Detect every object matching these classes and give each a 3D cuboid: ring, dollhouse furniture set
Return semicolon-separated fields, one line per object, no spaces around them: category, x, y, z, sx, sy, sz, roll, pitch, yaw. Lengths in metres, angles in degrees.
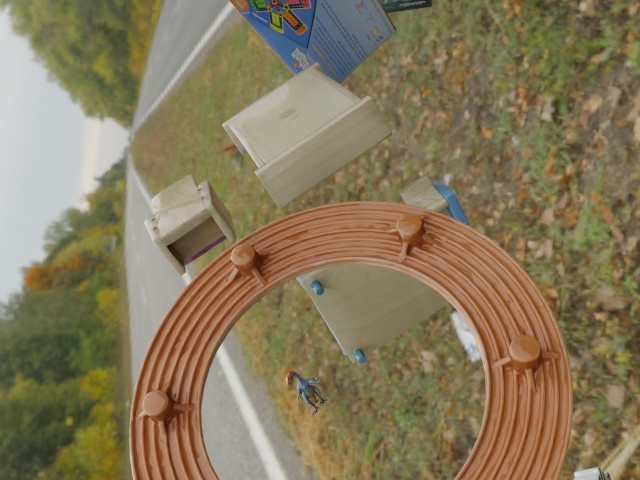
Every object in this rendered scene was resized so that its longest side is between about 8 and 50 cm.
ring;0.010;0.106;0.589;0.032;0.337;0.336;65;-160;-54
dollhouse furniture set;0.000;0.000;0.924;0.303;0.286;0.198;57;179;-27

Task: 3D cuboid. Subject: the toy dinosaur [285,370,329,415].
toy dinosaur;-0.029;0.245;1.303;0.047;0.082;0.090;-43;5;-20

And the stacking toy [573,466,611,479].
stacking toy;0.198;0.139;0.404;0.167;0.221;0.052;-22;74;27

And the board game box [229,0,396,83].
board game box;-0.011;-0.284;0.961;0.145;0.281;0.027;-43;61;5

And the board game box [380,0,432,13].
board game box;0.103;-0.418;1.196;0.026;0.126;0.186;58;-149;-58
